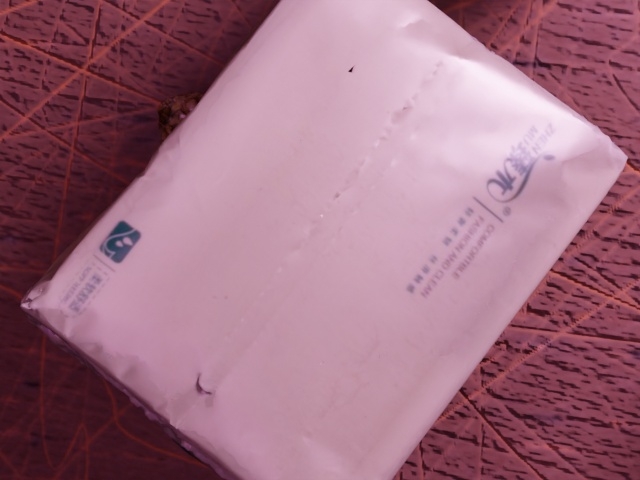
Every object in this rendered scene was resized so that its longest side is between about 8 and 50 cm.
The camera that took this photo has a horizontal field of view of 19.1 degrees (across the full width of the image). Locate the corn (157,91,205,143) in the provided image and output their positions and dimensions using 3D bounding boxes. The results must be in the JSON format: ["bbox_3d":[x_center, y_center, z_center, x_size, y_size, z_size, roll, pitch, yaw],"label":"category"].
[{"bbox_3d":[-0.066,0.014,1.587,0.098,0.098,0.290,-18,89,15],"label":"corn"}]

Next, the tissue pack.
[{"bbox_3d":[0.000,0.000,1.443,0.297,0.207,0.380,37,82,-2],"label":"tissue pack"}]
